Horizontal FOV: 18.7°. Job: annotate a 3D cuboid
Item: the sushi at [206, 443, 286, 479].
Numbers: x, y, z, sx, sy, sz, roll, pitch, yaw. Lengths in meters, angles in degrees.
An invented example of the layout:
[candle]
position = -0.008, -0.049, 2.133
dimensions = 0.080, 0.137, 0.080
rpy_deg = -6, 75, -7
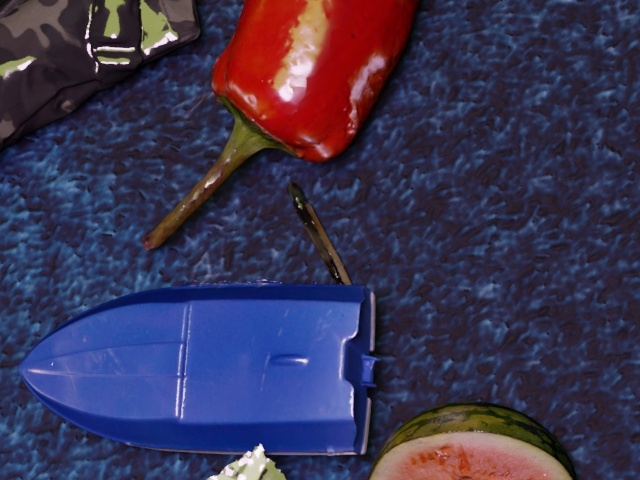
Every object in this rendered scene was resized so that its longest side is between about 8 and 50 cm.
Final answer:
[sushi]
position = -0.087, 0.332, 1.425
dimensions = 0.290, 0.050, 0.264
rpy_deg = -37, 87, -3

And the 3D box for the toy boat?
[toy boat]
position = -0.098, 0.097, 1.474
dimensions = 0.295, 0.088, 0.129
rpy_deg = -2, 76, 21

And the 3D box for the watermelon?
[watermelon]
position = 0.113, 0.149, 1.440
dimensions = 0.163, 0.087, 0.069
rpy_deg = 3, 39, 9

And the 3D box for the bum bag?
[bum bag]
position = -0.237, -0.140, 1.550
dimensions = 0.340, 0.095, 0.144
rpy_deg = -34, 66, -6

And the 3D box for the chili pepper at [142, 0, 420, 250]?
[chili pepper]
position = -0.013, -0.132, 1.487
dimensions = 0.131, 0.134, 0.338
rpy_deg = 23, 79, 2

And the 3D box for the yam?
[yam]
position = 0.000, 0.000, 1.511
dimensions = 0.014, 0.014, 0.107
rpy_deg = -28, 72, 2
